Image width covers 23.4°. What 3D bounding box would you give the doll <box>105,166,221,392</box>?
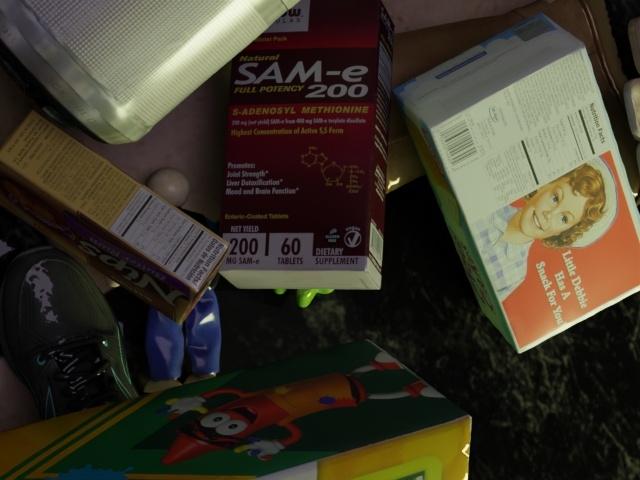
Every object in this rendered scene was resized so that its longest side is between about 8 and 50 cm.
[{"bbox_3d":[-0.124,0.032,1.304,0.129,0.046,0.189,-2,88,-33],"label":"doll"}]

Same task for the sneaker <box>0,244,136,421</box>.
[{"bbox_3d":[-0.180,0.130,1.242,0.101,0.106,0.267,-20,95,-25],"label":"sneaker"}]

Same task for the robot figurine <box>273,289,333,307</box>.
[{"bbox_3d":[0.000,0.000,1.357,0.101,0.067,0.115,29,74,9],"label":"robot figurine"}]

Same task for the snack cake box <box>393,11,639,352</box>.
[{"bbox_3d":[0.186,-0.047,1.367,0.152,0.089,0.264,-28,123,-5],"label":"snack cake box"}]

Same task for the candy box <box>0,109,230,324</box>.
[{"bbox_3d":[-0.167,-0.015,1.216,0.186,0.109,0.053,35,69,-1],"label":"candy box"}]

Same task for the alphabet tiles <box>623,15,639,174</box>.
[{"bbox_3d":[0.354,-0.080,1.494,0.278,0.021,0.284,-18,96,-57],"label":"alphabet tiles"}]

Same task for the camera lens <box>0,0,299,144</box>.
[{"bbox_3d":[-0.134,-0.226,1.180,0.274,0.219,0.219,-40,106,3],"label":"camera lens"}]

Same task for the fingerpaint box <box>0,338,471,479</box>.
[{"bbox_3d":[-0.087,0.336,1.169,0.371,0.163,0.445,-13,116,-26],"label":"fingerpaint box"}]

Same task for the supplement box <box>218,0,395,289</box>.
[{"bbox_3d":[-0.010,-0.082,1.301,0.130,0.073,0.240,-1,75,13],"label":"supplement box"}]

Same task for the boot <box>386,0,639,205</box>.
[{"bbox_3d":[0.163,-0.102,1.440,0.269,0.089,0.236,-23,95,-23],"label":"boot"}]
